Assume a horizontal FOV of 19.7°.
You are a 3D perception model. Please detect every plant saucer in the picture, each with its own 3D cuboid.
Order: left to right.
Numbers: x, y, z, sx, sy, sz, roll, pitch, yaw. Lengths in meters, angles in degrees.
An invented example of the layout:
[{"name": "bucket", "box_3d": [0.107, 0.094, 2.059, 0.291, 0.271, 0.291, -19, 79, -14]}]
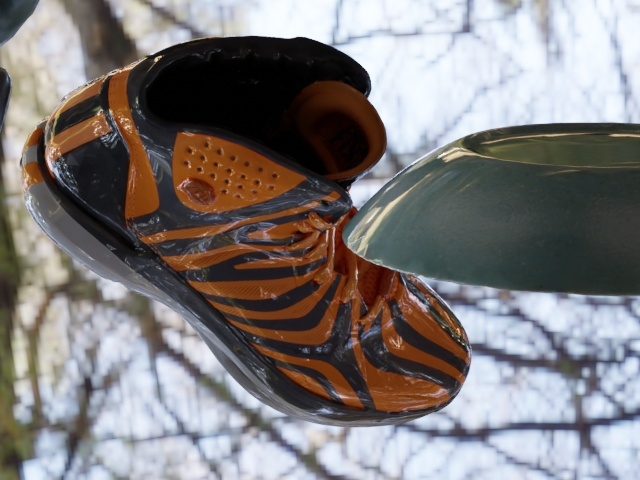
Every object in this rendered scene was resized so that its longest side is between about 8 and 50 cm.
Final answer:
[{"name": "plant saucer", "box_3d": [0.105, -0.019, 0.693, 0.195, 0.037, 0.195, 0, -168, 0]}]

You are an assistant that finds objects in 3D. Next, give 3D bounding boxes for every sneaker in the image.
[{"name": "sneaker", "box_3d": [0.000, 0.000, 1.044, 0.180, 0.321, 0.124, -28, -137, 43]}]

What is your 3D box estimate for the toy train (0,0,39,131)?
[{"name": "toy train", "box_3d": [-0.169, -0.047, 0.474, 0.142, 0.190, 0.334, 18, 178, -29]}]
